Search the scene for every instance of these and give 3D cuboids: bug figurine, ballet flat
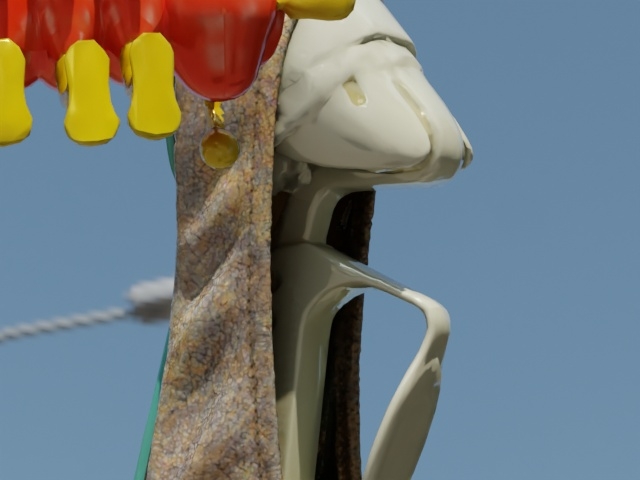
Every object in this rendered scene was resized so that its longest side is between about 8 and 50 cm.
[{"bbox_3d":[-0.101,-0.145,0.472,0.216,0.279,0.072,2,-16,-9],"label":"bug figurine"},{"bbox_3d":[0.000,0.000,0.712,0.106,0.316,0.107,3,-2,29],"label":"ballet flat"}]
